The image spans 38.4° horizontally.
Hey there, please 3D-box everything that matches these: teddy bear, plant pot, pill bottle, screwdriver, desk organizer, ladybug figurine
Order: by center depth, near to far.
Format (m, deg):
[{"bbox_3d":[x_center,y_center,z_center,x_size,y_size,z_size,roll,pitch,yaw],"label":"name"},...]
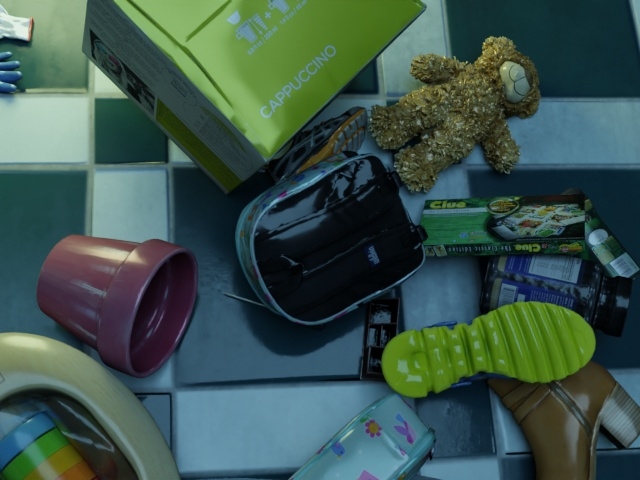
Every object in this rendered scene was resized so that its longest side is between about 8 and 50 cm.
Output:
[{"bbox_3d":[-0.368,0.324,1.265,0.305,0.162,0.449,-35,80,-17],"label":"ladybug figurine"},{"bbox_3d":[-0.305,0.079,1.353,0.180,0.201,0.201,19,69,15],"label":"plant pot"},{"bbox_3d":[0.370,0.082,1.444,0.219,0.123,0.122,13,69,16],"label":"pill bottle"},{"bbox_3d":[0.095,0.154,1.449,0.047,0.050,0.130,8,70,-5],"label":"desk organizer"},{"bbox_3d":[-0.072,0.106,1.459,0.170,0.024,0.025,22,99,2],"label":"screwdriver"},{"bbox_3d":[0.242,-0.221,1.569,0.338,0.113,0.245,-15,76,-13],"label":"teddy bear"}]

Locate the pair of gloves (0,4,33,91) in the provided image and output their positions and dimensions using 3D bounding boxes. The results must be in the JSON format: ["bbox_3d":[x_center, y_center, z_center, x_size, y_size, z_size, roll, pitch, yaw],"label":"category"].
[{"bbox_3d":[-0.568,-0.327,1.535,0.159,0.023,0.198,8,71,-5],"label":"pair of gloves"}]

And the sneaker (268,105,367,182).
[{"bbox_3d":[0.000,-0.160,1.532,0.083,0.084,0.215,32,60,27],"label":"sneaker"}]

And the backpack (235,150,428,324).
[{"bbox_3d":[0.000,0.000,1.396,0.253,0.191,0.225,-31,107,-19],"label":"backpack"}]

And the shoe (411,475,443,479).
[{"bbox_3d":[0.206,0.418,1.367,0.178,0.063,0.081,19,100,19],"label":"shoe"}]

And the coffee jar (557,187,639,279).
[{"bbox_3d":[0.442,0.004,1.526,0.079,0.096,0.184,-30,77,-13],"label":"coffee jar"}]

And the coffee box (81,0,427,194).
[{"bbox_3d":[-0.114,-0.317,1.384,0.338,0.334,0.337,46,75,-7],"label":"coffee box"}]

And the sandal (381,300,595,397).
[{"bbox_3d":[0.252,0.162,1.395,0.317,0.138,0.126,-6,84,7],"label":"sandal"}]

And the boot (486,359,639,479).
[{"bbox_3d":[0.340,0.291,1.413,0.220,0.109,0.283,42,82,15],"label":"boot"}]

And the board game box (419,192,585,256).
[{"bbox_3d":[0.287,-0.025,1.462,0.260,0.030,0.136,-1,37,18],"label":"board game box"}]

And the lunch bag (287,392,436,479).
[{"bbox_3d":[0.045,0.344,1.289,0.279,0.224,0.108,-41,70,-13],"label":"lunch bag"}]
